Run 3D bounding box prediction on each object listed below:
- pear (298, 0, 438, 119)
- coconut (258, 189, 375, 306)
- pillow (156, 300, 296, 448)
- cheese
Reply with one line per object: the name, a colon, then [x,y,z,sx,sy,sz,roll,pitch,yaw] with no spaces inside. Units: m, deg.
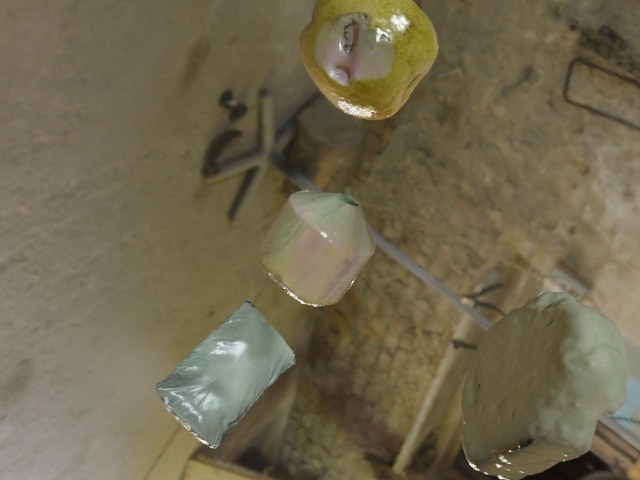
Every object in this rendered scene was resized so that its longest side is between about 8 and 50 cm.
pear: [0.058,-0.247,1.160,0.178,0.178,0.178,-40,153,-25]
coconut: [0.000,0.000,1.008,0.122,0.116,0.116,-53,157,16]
pillow: [-0.135,0.197,1.350,0.051,0.128,0.229,-31,-171,49]
cheese: [0.353,0.241,1.471,0.326,0.115,0.318,-64,-162,0]
